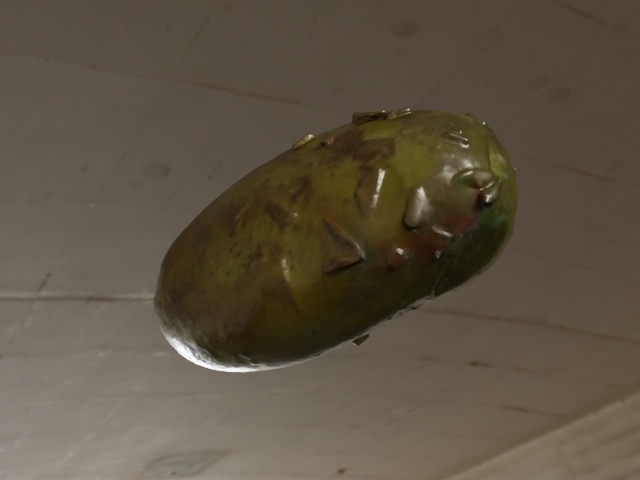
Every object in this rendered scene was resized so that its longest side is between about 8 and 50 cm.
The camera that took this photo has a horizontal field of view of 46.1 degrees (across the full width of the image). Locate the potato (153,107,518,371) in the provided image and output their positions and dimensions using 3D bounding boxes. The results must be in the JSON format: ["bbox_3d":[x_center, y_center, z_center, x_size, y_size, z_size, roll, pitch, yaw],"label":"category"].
[{"bbox_3d":[0.000,0.000,0.557,0.298,0.176,0.141,-24,-66,13],"label":"potato"}]
